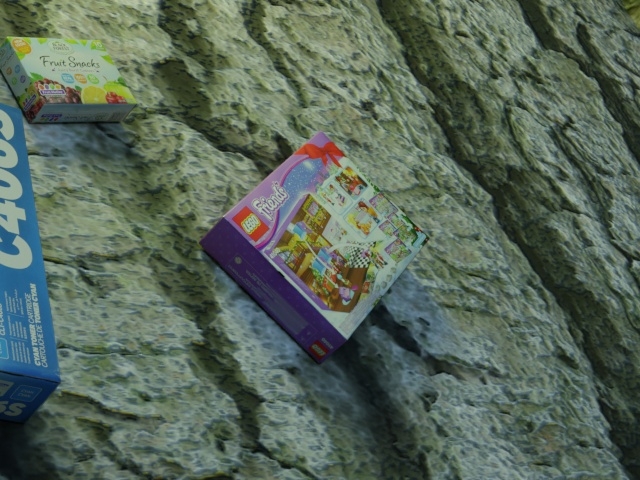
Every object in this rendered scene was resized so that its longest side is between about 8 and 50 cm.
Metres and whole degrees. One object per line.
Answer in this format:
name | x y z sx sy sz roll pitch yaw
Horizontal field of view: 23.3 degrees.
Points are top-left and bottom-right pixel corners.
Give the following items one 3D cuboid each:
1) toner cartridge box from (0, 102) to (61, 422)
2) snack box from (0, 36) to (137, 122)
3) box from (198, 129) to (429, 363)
toner cartridge box | -0.355 -0.001 1.484 0.165 0.075 0.348 15 44 -36
snack box | -0.292 -0.184 1.783 0.141 0.037 0.100 -6 57 -50
box | 0.000 0.000 1.879 0.201 0.057 0.293 45 33 -1
